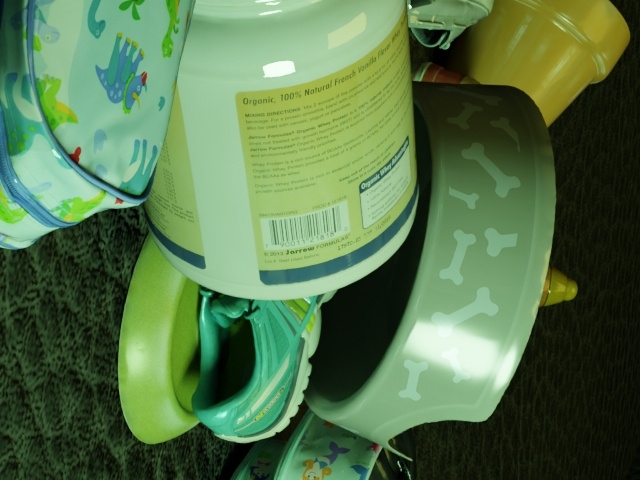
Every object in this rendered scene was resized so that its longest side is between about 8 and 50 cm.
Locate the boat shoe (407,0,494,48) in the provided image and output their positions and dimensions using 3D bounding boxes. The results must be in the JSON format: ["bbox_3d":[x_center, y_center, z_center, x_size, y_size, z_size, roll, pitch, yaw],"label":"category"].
[{"bbox_3d":[0.125,-0.256,2.218,0.227,0.079,0.081,2,108,-66],"label":"boat shoe"}]

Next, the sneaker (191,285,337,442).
[{"bbox_3d":[-0.048,0.040,1.734,0.110,0.107,0.275,15,83,-58],"label":"sneaker"}]

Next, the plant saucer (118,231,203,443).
[{"bbox_3d":[-0.110,0.067,1.772,0.241,0.037,0.241,11,90,-72],"label":"plant saucer"}]

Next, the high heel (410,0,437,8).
[{"bbox_3d":[0.015,-0.287,1.920,0.261,0.093,0.186,-32,106,-46],"label":"high heel"}]

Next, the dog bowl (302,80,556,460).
[{"bbox_3d":[0.078,0.018,1.761,0.349,0.102,0.349,-165,-90,-70],"label":"dog bowl"}]

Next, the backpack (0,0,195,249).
[{"bbox_3d":[-0.186,-0.175,1.146,0.356,0.273,0.290,-63,166,-7],"label":"backpack"}]

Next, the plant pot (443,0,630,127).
[{"bbox_3d":[0.238,-0.215,2.396,0.188,0.205,0.205,-58,156,-12],"label":"plant pot"}]

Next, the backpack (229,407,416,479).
[{"bbox_3d":[0.002,0.285,1.980,0.225,0.191,0.254,-52,155,-58],"label":"backpack"}]

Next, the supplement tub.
[{"bbox_3d":[-0.042,-0.135,1.554,0.228,0.228,0.316,-60,154,-43],"label":"supplement tub"}]

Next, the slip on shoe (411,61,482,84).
[{"bbox_3d":[0.146,-0.058,2.338,0.123,0.101,0.331,-60,155,-48],"label":"slip on shoe"}]

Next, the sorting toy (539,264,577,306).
[{"bbox_3d":[0.245,-0.019,2.437,0.365,0.126,0.127,-85,-173,-57],"label":"sorting toy"}]
